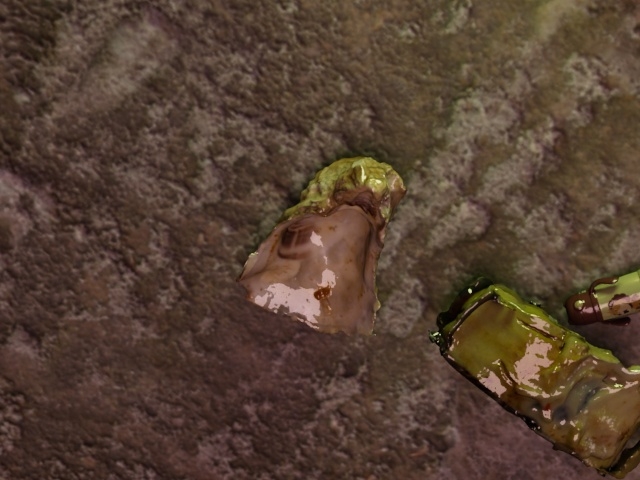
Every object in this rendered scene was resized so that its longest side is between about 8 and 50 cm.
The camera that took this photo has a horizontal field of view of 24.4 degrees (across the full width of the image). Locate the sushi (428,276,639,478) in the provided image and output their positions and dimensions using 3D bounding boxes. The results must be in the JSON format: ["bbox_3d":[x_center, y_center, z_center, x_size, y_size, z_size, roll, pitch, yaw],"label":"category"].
[{"bbox_3d":[0.263,0.143,1.621,0.291,0.131,0.139,38,100,-10],"label":"sushi"}]

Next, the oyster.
[{"bbox_3d":[0.016,-0.001,1.611,0.161,0.107,0.233,22,126,-10],"label":"oyster"}]

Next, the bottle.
[{"bbox_3d":[0.320,0.068,1.635,0.101,0.047,0.063,-18,97,10],"label":"bottle"}]
